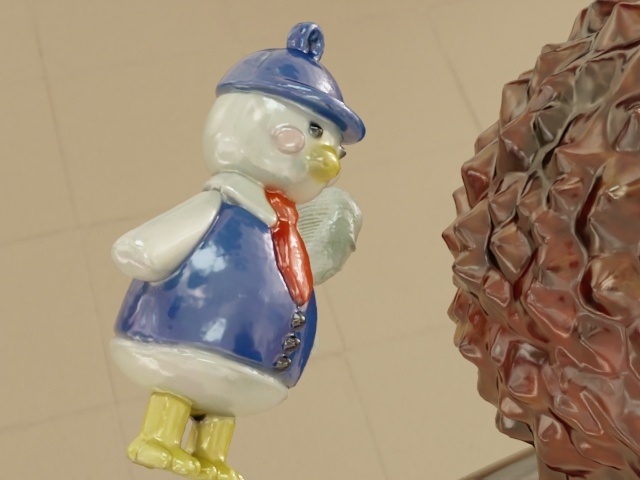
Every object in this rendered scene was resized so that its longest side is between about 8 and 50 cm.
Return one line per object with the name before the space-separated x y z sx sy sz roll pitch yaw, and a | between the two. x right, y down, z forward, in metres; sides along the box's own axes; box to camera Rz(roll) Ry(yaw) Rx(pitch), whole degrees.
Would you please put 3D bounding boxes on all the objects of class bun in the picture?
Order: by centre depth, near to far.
bun | 0.000 0.000 1.062 0.045 0.083 0.083 37 47 -25

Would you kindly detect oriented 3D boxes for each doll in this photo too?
doll | -0.023 0.001 0.424 0.057 0.099 0.143 7 73 33

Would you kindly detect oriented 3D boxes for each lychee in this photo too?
lychee | 0.327 0.010 0.906 0.499 0.425 0.425 -4 50 11

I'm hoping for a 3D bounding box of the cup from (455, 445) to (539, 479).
cup | 0.168 0.284 1.216 0.177 0.239 0.166 -6 43 -49
